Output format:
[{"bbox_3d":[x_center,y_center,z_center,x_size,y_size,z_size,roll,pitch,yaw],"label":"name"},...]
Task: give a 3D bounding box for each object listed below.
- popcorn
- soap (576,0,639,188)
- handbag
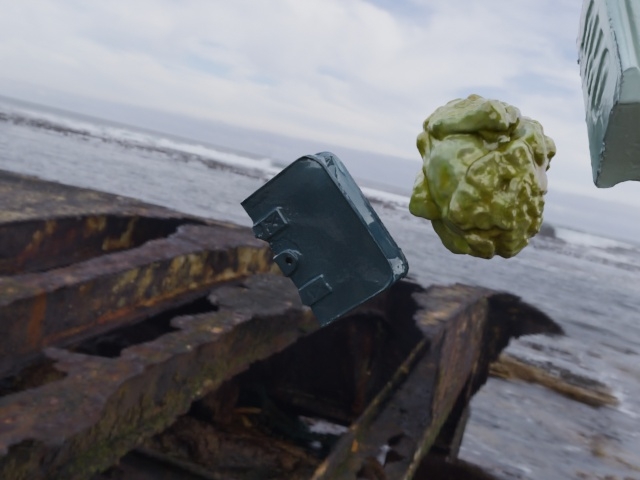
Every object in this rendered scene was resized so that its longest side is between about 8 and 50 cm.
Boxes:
[{"bbox_3d":[0.234,-0.097,1.040,0.194,0.256,0.255,-10,-28,-15],"label":"popcorn"},{"bbox_3d":[0.329,-0.190,0.751,0.094,0.262,0.150,0,-39,15],"label":"soap"},{"bbox_3d":[0.000,0.000,1.042,0.179,0.229,0.062,-33,-2,27],"label":"handbag"}]
